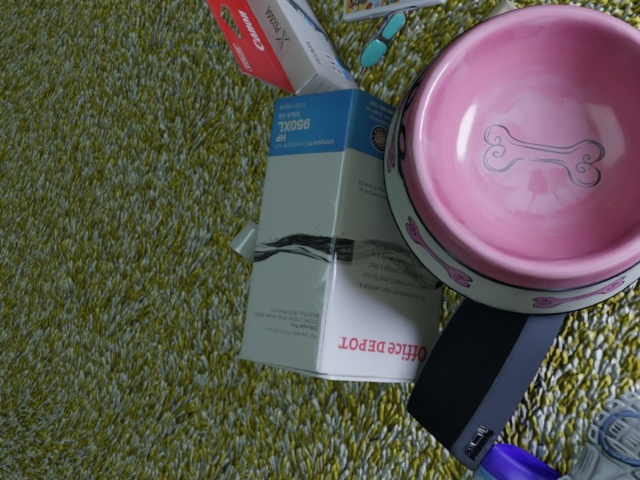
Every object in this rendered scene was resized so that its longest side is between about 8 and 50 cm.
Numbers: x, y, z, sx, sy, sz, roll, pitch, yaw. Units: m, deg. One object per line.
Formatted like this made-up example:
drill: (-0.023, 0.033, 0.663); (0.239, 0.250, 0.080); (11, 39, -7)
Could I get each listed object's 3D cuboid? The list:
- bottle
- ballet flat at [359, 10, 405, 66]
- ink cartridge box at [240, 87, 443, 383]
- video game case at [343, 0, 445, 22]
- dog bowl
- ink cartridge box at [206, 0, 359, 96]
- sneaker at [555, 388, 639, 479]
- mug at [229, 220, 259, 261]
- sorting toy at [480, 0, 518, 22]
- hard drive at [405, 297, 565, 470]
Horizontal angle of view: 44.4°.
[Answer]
bottle: (0.229, 0.426, 1.082); (0.118, 0.092, 0.283); (30, 100, 41)
ballet flat: (0.107, -0.357, 1.388); (0.114, 0.041, 0.041); (-51, 55, 18)
ink cartridge box: (0.054, 0.006, 1.187); (0.166, 0.285, 0.395); (2, 81, 41)
video game case: (0.138, -0.515, 1.401); (0.206, 0.026, 0.227); (0, 81, 38)
dog bowl: (0.281, -0.112, 1.000); (0.408, 0.150, 0.408); (-1, 82, 6)
ink cartridge box: (-0.077, -0.373, 1.388); (0.066, 0.261, 0.296); (-41, 58, 25)
sneaker: (0.369, 0.301, 0.994); (0.297, 0.129, 0.111); (-44, 53, 1)
mug: (-0.135, -0.006, 1.487); (0.078, 0.062, 0.064); (37, 96, 31)
sorting toy: (0.275, -0.253, 1.227); (0.193, 0.038, 0.208); (-47, 56, 21)
hard drive: (0.224, 0.176, 1.121); (0.254, 0.054, 0.172); (-61, 29, 4)
